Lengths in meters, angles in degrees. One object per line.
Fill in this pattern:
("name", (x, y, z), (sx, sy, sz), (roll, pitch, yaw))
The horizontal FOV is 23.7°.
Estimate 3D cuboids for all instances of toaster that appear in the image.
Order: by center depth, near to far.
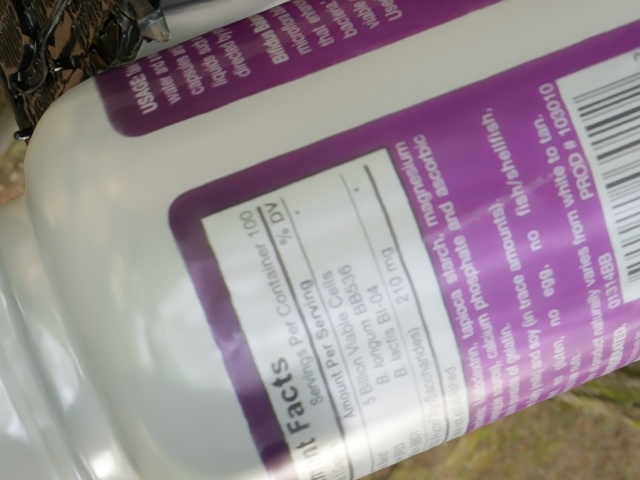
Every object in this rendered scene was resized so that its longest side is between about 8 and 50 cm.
("toaster", (-0.086, -0.133, 0.642), (0.110, 0.186, 0.168), (-19, 166, -30))

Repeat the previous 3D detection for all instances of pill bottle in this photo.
("pill bottle", (0.000, 0.000, 0.549), (0.301, 0.169, 0.169), (-22, 138, -6))
